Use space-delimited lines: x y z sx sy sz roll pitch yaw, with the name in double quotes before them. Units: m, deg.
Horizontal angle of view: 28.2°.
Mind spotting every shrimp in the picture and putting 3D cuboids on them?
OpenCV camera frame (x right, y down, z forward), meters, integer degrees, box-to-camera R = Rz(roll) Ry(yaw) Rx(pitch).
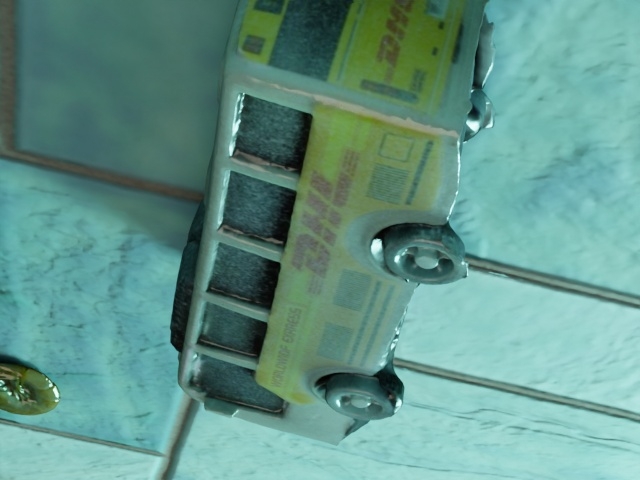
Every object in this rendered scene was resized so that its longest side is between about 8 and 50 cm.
"shrimp" -0.245 0.105 0.974 0.059 0.023 0.108 -25 136 30

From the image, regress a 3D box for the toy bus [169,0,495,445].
"toy bus" 0.000 0.000 0.656 0.138 0.097 0.342 14 149 -3
